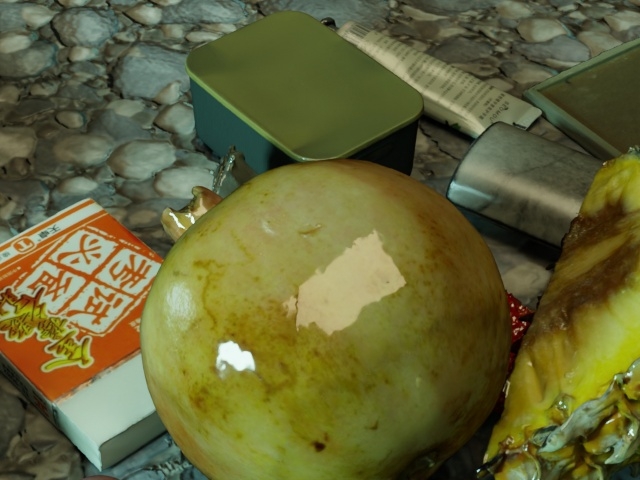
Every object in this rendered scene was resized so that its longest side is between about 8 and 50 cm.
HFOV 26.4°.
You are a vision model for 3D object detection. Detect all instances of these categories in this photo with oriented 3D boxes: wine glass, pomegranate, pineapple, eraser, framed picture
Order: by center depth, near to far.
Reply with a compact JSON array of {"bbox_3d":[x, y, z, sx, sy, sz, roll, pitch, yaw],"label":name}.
[{"bbox_3d":[-0.009,0.054,0.948,0.252,0.229,0.270,-41,65,-5],"label":"pomegranate"},{"bbox_3d":[0.257,0.062,0.990,0.161,0.158,0.334,43,48,-17],"label":"pineapple"},{"bbox_3d":[-0.180,0.066,1.083,0.157,0.038,0.230,-32,53,-30],"label":"eraser"},{"bbox_3d":[0.000,0.000,1.113,0.183,0.122,0.122,14,45,5],"label":"wine glass"},{"bbox_3d":[0.374,-0.140,1.332,0.289,0.020,0.211,-26,50,-25],"label":"framed picture"}]

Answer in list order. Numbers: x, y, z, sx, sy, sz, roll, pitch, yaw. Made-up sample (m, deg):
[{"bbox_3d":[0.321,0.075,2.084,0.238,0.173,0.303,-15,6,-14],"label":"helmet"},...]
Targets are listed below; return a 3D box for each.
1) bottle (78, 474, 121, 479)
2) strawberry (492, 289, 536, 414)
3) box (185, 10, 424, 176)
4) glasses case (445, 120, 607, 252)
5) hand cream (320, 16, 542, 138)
[{"bbox_3d":[-0.077,0.231,0.863,0.233,0.110,0.110,26,48,24],"label":"bottle"},{"bbox_3d":[0.141,0.088,1.045,0.083,0.083,0.096,11,48,10],"label":"strawberry"},{"bbox_3d":[-0.017,-0.110,1.237,0.144,0.090,0.201,-30,52,-29],"label":"box"},{"bbox_3d":[0.261,-0.013,1.165,0.299,0.060,0.114,25,46,22],"label":"glasses case"},{"bbox_3d":[0.097,-0.155,1.326,0.234,0.050,0.080,29,49,19],"label":"hand cream"}]
